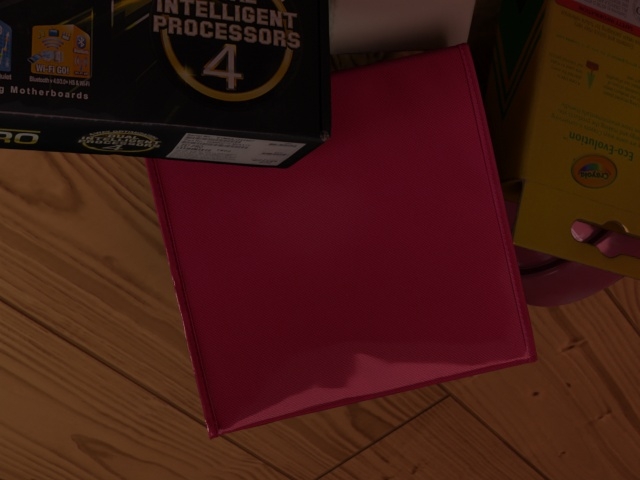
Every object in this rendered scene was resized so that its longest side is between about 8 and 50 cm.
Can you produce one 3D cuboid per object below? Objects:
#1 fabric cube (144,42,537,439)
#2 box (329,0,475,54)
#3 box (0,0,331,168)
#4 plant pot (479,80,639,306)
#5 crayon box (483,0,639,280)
[{"bbox_3d":[0.000,0.000,0.842,0.258,0.259,0.254,-14,92,-7],"label":"fabric cube"},{"bbox_3d":[0.059,-0.307,0.724,0.121,0.148,0.311,-5,131,-13],"label":"box"},{"bbox_3d":[-0.191,-0.218,0.620,0.395,0.318,0.097,3,169,-21],"label":"box"},{"bbox_3d":[0.216,-0.064,0.978,0.201,0.201,0.180,-38,117,16],"label":"plant pot"},{"bbox_3d":[0.249,-0.127,0.852,0.202,0.081,0.318,15,80,-22],"label":"crayon box"}]
